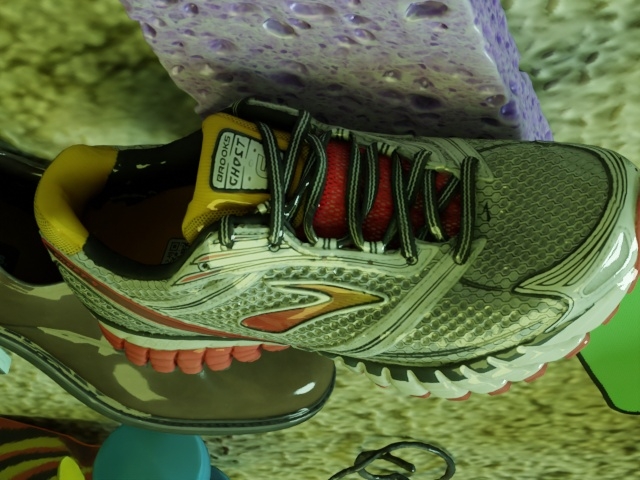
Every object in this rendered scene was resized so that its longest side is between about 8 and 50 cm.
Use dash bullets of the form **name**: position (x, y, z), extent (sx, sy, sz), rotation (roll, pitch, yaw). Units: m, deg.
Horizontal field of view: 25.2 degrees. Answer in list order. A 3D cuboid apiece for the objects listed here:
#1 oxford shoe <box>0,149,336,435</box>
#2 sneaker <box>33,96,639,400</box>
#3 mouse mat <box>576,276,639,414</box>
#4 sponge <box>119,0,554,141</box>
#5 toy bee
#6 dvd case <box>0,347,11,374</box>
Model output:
- **oxford shoe**: position (-0.083, 0.025, 0.632), extent (0.227, 0.083, 0.096), rotation (22, 145, -23)
- **sneaker**: position (0.000, 0.000, 0.488), extent (0.225, 0.088, 0.093), rotation (-5, 147, 24)
- **mouse mat**: position (0.183, 0.038, 0.648), extent (0.152, 0.007, 0.190), rotation (-5, 149, 26)
- **sponge**: position (0.000, -0.074, 0.480), extent (0.117, 0.031, 0.210), rotation (-3, 149, 22)
- **toy bee**: position (-0.093, 0.186, 0.841), extent (0.298, 0.162, 0.195), rotation (-11, 143, 33)
- **dvd case**: position (-0.244, 0.050, 0.795), extent (0.119, 0.013, 0.087), rotation (-1, 149, 18)
